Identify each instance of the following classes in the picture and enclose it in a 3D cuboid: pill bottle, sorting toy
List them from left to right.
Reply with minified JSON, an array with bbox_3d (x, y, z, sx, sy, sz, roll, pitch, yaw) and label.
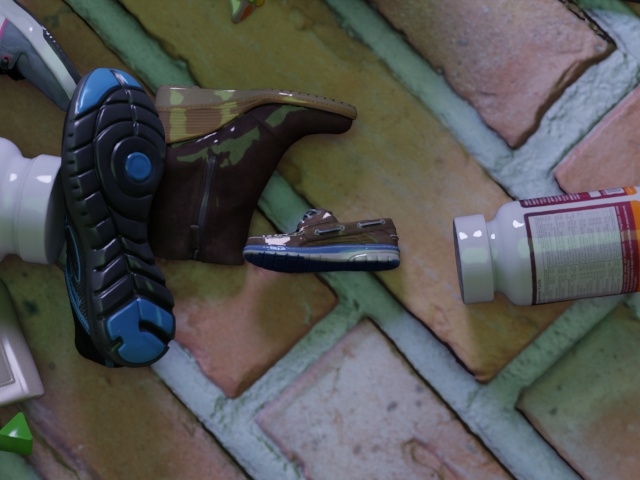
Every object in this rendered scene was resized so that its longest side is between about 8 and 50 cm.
[{"bbox_3d":[-0.430,0.136,1.759,0.196,0.047,0.348,-13,53,-21],"label":"sorting toy"},{"bbox_3d":[-0.427,-0.051,1.777,0.264,0.153,0.153,8,82,3],"label":"pill bottle"},{"bbox_3d":[-0.095,-0.311,1.840,0.044,0.075,0.083,-13,82,0],"label":"sorting toy"},{"bbox_3d":[0.265,0.010,1.755,0.221,0.121,0.121,-7,81,2],"label":"pill bottle"}]

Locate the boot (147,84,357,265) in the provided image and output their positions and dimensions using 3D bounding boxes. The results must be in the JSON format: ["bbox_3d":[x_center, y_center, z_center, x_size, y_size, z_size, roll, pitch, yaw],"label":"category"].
[{"bbox_3d":[-0.084,-0.075,1.817,0.248,0.090,0.207,2,94,1],"label":"boot"}]

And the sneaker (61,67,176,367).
[{"bbox_3d":[-0.252,-0.023,1.761,0.125,0.139,0.341,1,83,-33],"label":"sneaker"}]

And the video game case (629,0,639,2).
[{"bbox_3d":[0.407,-0.418,1.863,0.196,0.026,0.274,11,81,4],"label":"video game case"}]

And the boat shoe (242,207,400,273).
[{"bbox_3d":[0.000,0.000,1.799,0.183,0.066,0.066,2,72,-10],"label":"boat shoe"}]

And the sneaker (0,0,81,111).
[{"bbox_3d":[-0.419,-0.217,1.813,0.178,0.124,0.295,-43,74,-9],"label":"sneaker"}]
